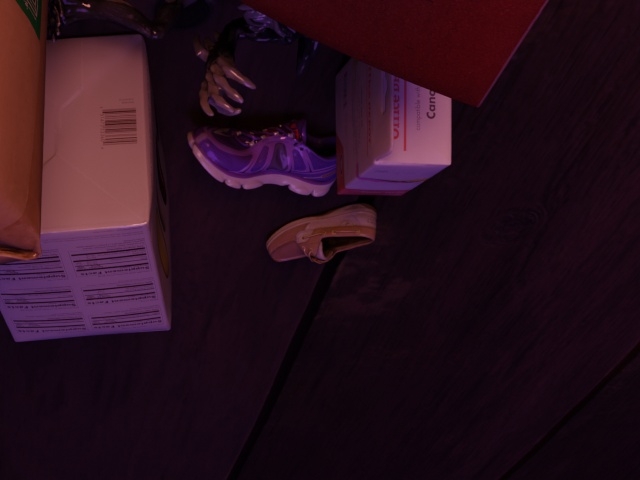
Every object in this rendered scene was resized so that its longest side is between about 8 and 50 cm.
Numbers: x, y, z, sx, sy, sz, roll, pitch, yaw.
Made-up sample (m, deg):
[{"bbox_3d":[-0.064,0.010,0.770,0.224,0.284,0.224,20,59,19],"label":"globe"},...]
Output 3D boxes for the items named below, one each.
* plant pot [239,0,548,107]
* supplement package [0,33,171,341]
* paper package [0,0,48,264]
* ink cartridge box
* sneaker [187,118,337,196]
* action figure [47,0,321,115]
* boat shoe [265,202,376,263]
[{"bbox_3d":[0.020,-0.253,0.697,0.236,0.267,0.267,14,173,0],"label":"plant pot"},{"bbox_3d":[-0.215,-0.041,1.129,0.149,0.194,0.203,-4,152,-3],"label":"supplement package"},{"bbox_3d":[-0.339,-0.131,0.807,0.310,0.324,0.168,-10,151,8],"label":"paper package"},{"bbox_3d":[0.064,-0.108,1.079,0.067,0.115,0.198,1,174,-11],"label":"ink cartridge box"},{"bbox_3d":[-0.049,-0.093,1.226,0.170,0.068,0.071,4,135,-35],"label":"sneaker"},{"bbox_3d":[-0.066,-0.177,0.973,0.276,0.141,0.164,4,138,-14],"label":"action figure"},{"bbox_3d":[0.000,0.000,1.400,0.135,0.045,0.050,-21,148,26],"label":"boat shoe"}]
